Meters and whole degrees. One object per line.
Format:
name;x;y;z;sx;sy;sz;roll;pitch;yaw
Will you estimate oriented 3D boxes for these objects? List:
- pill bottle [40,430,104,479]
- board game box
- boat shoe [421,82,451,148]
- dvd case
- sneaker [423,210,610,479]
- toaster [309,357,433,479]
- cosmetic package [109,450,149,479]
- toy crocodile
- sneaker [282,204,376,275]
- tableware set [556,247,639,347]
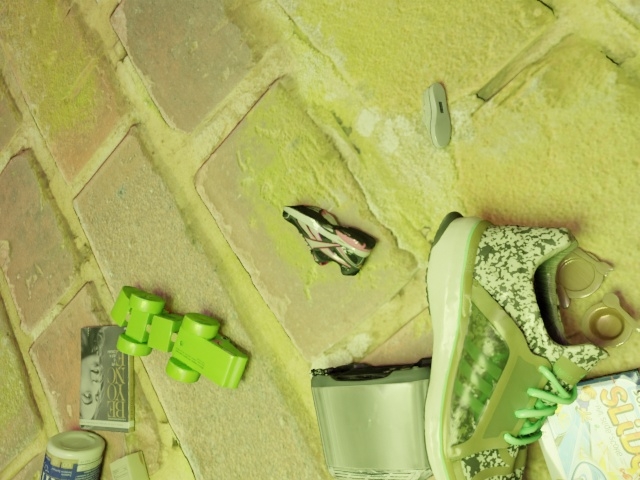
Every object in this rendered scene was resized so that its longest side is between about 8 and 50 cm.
pill bottle;-0.524;0.507;1.085;0.112;0.112;0.186;11;91;32
board game box;0.346;0.268;0.624;0.136;0.035;0.201;-23;73;27
boat shoe;0.170;-0.184;0.784;0.035;0.035;0.100;-15;80;57
dvd case;-0.464;0.296;1.125;0.165;0.018;0.221;-8;81;30
sneaker;0.230;0.159;0.602;0.182;0.158;0.409;-7;83;41
toaster;0.082;0.249;0.734;0.227;0.129;0.146;-12;81;29
cosmetic package;-0.373;0.487;1.036;0.060;0.041;0.115;-30;70;26
toy crocodile;-0.275;0.177;0.983;0.341;0.105;0.115;18;94;27
sneaker;0.000;0.000;0.846;0.178;0.072;0.077;33;113;35
tableware set;0.305;0.097;0.658;0.169;0.020;0.141;-42;49;22
